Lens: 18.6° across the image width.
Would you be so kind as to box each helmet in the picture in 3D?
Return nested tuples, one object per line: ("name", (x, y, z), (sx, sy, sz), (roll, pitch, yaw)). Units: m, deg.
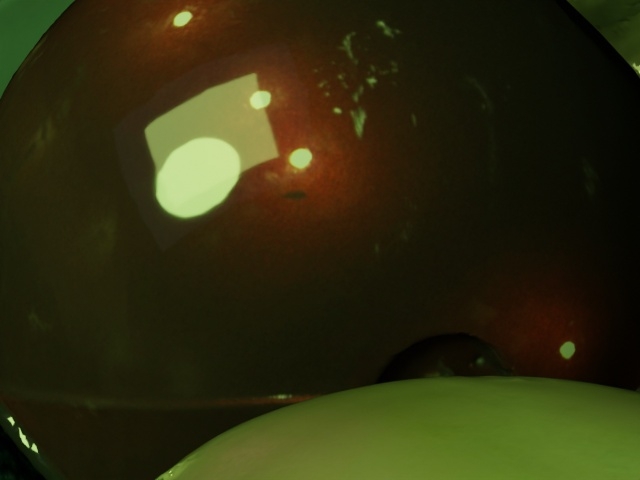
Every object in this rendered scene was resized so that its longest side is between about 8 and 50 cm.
("helmet", (0.000, 0.000, 0.563), (0.216, 0.193, 0.189), (-3, 30, -10))

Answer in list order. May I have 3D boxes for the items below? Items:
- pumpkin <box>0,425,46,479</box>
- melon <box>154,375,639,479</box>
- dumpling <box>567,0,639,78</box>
("pumpkin", (-0.200, 0.066, 0.612), (0.248, 0.248, 0.248), (-19, 49, 23))
("melon", (0.063, 0.144, 0.378), (0.317, 0.223, 0.223), (24, 74, 44))
("dumpling", (0.166, -0.133, 0.550), (0.166, 0.332, 0.086), (30, 47, 5))
